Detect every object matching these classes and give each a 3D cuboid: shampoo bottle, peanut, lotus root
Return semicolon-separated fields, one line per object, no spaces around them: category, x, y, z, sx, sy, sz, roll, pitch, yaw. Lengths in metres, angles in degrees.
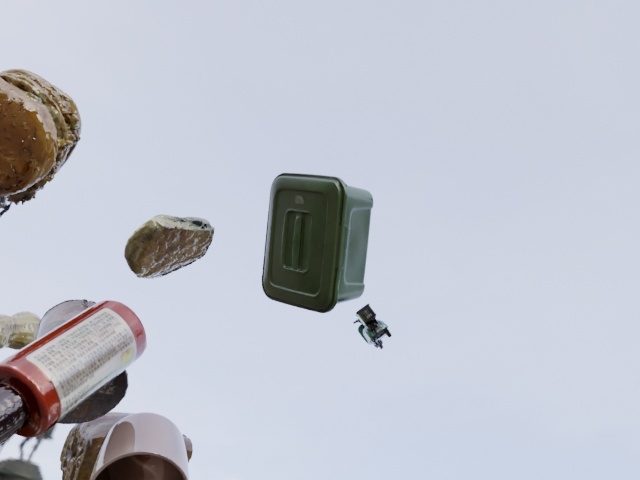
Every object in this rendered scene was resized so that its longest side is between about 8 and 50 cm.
shampoo bottle;-0.351;0.178;0.803;0.105;0.278;0.104;8;-68;21
peanut;-0.997;0.296;1.992;0.136;0.120;0.298;23;1;12
lotus root;-0.518;0.562;1.517;0.316;0.316;0.250;-20;-37;36

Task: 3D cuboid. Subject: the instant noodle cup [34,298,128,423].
instant noodle cup;-0.536;0.254;1.366;0.218;0.207;0.217;-8;-60;-15

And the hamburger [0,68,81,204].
hamburger;-0.599;-0.201;1.212;0.245;0.211;0.260;-3;-75;4

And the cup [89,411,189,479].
cup;-0.359;0.496;1.269;0.192;0.200;0.252;-11;-77;-11

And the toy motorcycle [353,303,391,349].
toy motorcycle;0.127;0.218;1.536;0.100;0.058;0.173;53;-9;16

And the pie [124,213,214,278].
pie;-0.349;0.021;1.414;0.185;0.052;0.218;-54;-28;18

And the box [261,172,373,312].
box;0.000;0.000;1.565;0.253;0.328;0.178;11;9;42

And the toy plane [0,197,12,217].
toy plane;-0.936;-0.103;1.783;0.078;0.053;0.197;41;-56;-16
